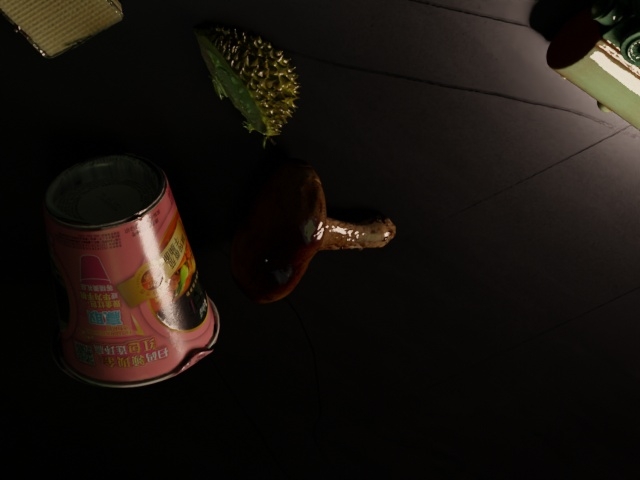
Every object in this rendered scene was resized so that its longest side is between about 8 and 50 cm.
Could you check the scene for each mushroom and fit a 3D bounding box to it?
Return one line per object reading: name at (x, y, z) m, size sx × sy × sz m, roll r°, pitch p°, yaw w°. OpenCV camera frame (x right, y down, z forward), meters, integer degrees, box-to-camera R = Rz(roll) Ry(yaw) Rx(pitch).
mushroom at (0.000, 0.000, 1.921) m, size 0.217 × 0.148 × 0.227 m, roll 7°, pitch 141°, yaw -34°

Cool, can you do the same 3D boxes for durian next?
durian at (-0.081, -0.191, 1.759) m, size 0.100 × 0.086 × 0.215 m, roll 6°, pitch 142°, yaw 38°

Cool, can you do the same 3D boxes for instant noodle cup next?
instant noodle cup at (-0.267, 0.032, 1.857) m, size 0.243 × 0.244 × 0.255 m, roll -6°, pitch 128°, yaw 0°

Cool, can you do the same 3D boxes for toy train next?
toy train at (0.420, -0.210, 1.757) m, size 0.285 × 0.116 × 0.177 m, roll 28°, pitch 138°, yaw -30°

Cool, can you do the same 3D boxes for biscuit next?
biscuit at (-0.335, -0.307, 1.626) m, size 0.121 × 0.041 × 0.199 m, roll -27°, pitch 133°, yaw 17°
